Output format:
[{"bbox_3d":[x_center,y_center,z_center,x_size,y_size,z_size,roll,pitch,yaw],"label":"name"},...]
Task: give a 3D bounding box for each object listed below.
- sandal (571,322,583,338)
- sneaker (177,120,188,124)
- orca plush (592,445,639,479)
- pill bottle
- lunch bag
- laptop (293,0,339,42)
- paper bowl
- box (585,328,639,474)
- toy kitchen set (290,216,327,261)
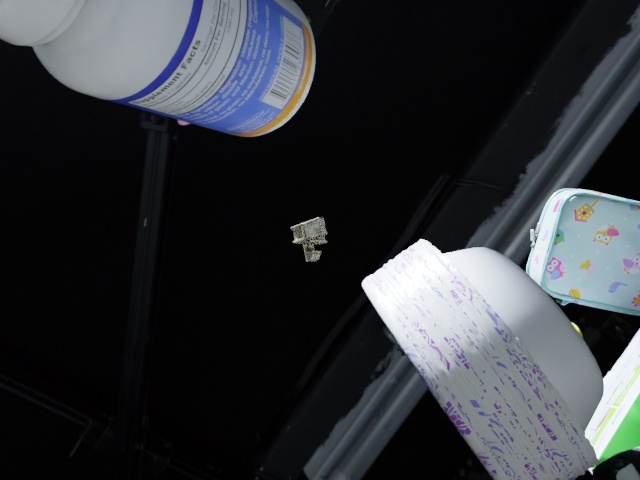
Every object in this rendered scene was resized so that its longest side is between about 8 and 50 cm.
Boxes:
[{"bbox_3d":[0.473,0.275,1.117,0.126,0.317,0.138,-3,-111,-33],"label":"sandal"},{"bbox_3d":[-0.131,-0.172,0.588,0.057,0.119,0.047,8,-52,9],"label":"sneaker"},{"bbox_3d":[0.410,0.252,0.421,0.287,0.102,0.151,-2,-64,26],"label":"orca plush"},{"bbox_3d":[-0.130,-0.180,0.383,0.152,0.272,0.152,1,-89,29],"label":"pill bottle"},{"bbox_3d":[0.548,0.027,0.911,0.279,0.108,0.224,13,-78,2],"label":"lunch bag"},{"bbox_3d":[0.008,-0.476,0.675,0.264,0.136,0.234,41,-109,-42],"label":"laptop"},{"bbox_3d":[0.182,0.122,0.522,0.148,0.284,0.284,-35,-76,4],"label":"paper bowl"},{"bbox_3d":[0.476,0.235,0.660,0.127,0.231,0.262,33,-95,26],"label":"box"},{"bbox_3d":[0.000,0.000,0.920,0.075,0.083,0.068,-18,-103,37],"label":"toy kitchen set"}]
